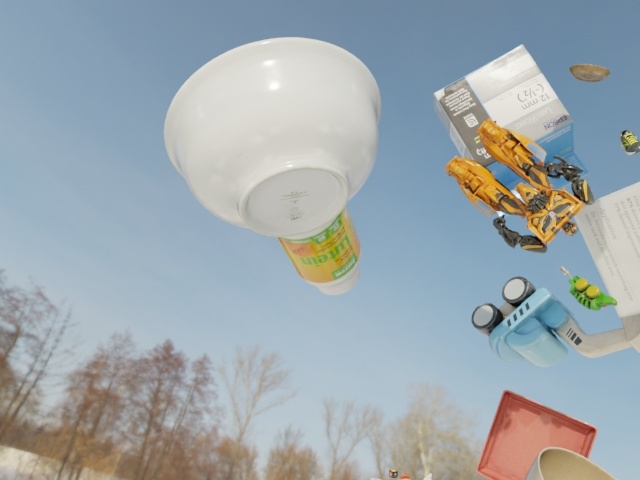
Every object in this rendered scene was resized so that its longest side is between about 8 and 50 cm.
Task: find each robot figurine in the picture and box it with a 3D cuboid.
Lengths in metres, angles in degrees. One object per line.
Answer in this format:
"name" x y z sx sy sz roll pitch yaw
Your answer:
"robot figurine" 0.414 -0.109 1.180 0.291 0.211 0.085 43 18 14

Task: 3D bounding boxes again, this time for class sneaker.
"sneaker" 0.610 -0.195 1.116 0.031 0.083 0.035 -25 -72 16

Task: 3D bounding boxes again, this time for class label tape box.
"label tape box" 0.470 -0.267 1.394 0.249 0.348 0.115 -28 -17 5

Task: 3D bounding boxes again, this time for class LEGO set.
"LEGO set" 0.209 0.713 1.654 0.182 0.060 0.244 3 -3 31

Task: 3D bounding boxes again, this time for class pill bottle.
"pill bottle" 0.000 0.000 1.044 0.136 0.136 0.246 2 -33 20

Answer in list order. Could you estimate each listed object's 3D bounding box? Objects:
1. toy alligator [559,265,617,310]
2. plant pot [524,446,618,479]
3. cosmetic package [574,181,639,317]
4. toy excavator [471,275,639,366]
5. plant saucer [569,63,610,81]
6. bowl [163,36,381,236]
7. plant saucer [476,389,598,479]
"toy alligator" 0.615 0.120 1.332 0.056 0.051 0.190 36 7 -26
"plant pot" 0.515 0.596 1.145 0.284 0.284 0.191 22 -68 -15
"cosmetic package" 0.976 -0.025 1.535 0.393 0.330 0.327 -26 -9 40
"toy excavator" 0.788 0.303 1.865 0.222 0.445 0.433 36 -74 -30
"plant saucer" 0.580 -0.359 1.221 0.083 0.015 0.083 14 3 -1
"bowl" -0.047 -0.098 0.734 0.297 0.134 0.298 -11 -32 -7
"plant saucer" 0.604 0.588 1.589 0.259 0.259 0.047 19 2 26
